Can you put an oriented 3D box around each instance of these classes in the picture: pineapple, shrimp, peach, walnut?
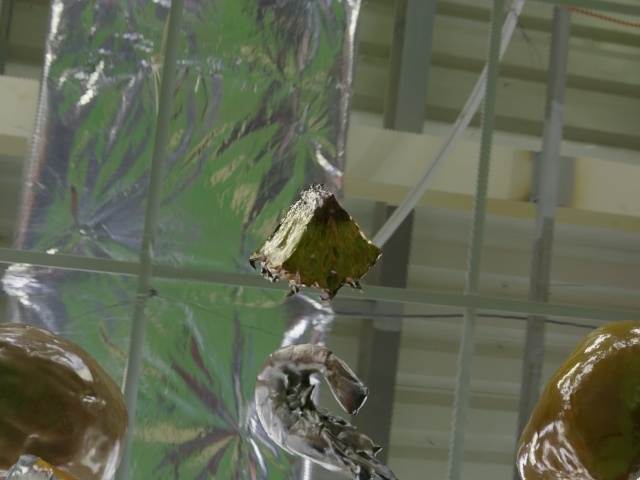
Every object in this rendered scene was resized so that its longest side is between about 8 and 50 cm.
[{"bbox_3d":[0.000,0.000,0.881,0.137,0.069,0.116,-3,-81,-35],"label":"pineapple"},{"bbox_3d":[0.011,0.204,1.062,0.059,0.254,0.145,6,-87,-43],"label":"shrimp"},{"bbox_3d":[0.333,0.204,0.993,0.251,0.251,0.153,-39,-119,-9],"label":"peach"},{"bbox_3d":[-0.223,0.132,0.646,0.167,0.166,0.149,22,-132,-7],"label":"walnut"}]

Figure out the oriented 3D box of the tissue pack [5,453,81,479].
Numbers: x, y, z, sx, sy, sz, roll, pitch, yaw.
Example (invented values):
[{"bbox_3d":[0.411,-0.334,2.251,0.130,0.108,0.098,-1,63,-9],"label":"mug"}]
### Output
[{"bbox_3d":[-0.097,0.246,0.472,0.225,0.124,0.184,31,-112,-23],"label":"tissue pack"}]
